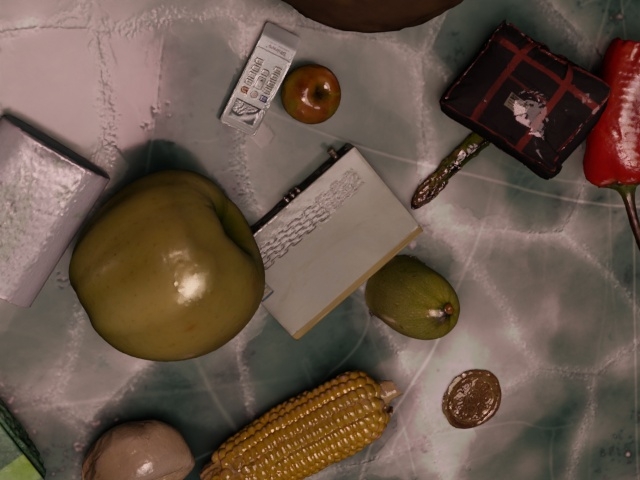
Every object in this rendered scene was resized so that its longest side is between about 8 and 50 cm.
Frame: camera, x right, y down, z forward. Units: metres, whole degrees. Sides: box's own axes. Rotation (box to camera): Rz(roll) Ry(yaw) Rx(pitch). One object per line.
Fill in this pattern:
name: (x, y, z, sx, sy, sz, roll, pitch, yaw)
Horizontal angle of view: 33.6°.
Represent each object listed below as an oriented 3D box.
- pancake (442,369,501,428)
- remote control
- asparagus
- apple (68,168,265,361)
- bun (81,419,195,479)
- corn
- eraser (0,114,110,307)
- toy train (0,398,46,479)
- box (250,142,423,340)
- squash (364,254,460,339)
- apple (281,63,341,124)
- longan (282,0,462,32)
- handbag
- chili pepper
pancake: (0.259, 0.272, 1.815, 0.115, 0.011, 0.115, -4, 105, -14)
remote control: (-0.089, -0.237, 1.562, 0.061, 0.029, 0.162, 25, 103, -18)
asparagus: (0.201, -0.109, 1.677, 0.165, 0.030, 0.036, -47, 125, 1)
apple: (-0.212, 0.041, 1.488, 0.279, 0.279, 0.279, -4, 107, -14)
bun: (-0.287, 0.336, 1.628, 0.173, 0.167, 0.113, -19, 67, -16)
corn: (-0.029, 0.312, 1.686, 0.347, 0.130, 0.130, -27, 111, -4)
eraser: (-0.431, -0.039, 1.500, 0.174, 0.081, 0.227, 31, 97, -20)
toy train: (-0.546, 0.328, 1.542, 0.238, 0.167, 0.299, -35, 113, -14)
box: (0.000, 0.000, 1.646, 0.270, 0.045, 0.211, -42, 111, 0)
squash: (0.156, 0.097, 1.647, 0.123, 0.186, 0.123, -4, 103, -20)
apple: (-0.014, -0.216, 1.563, 0.089, 0.074, 0.090, -4, 105, -16)
longan: (0.069, -0.464, 1.360, 0.391, 0.391, 0.391, -4, 107, -14)
handbag: (0.311, -0.214, 1.600, 0.215, 0.155, 0.169, 35, 90, 7)
chili pepper: (0.479, -0.146, 1.682, 0.131, 0.134, 0.338, 7, 100, -2)
